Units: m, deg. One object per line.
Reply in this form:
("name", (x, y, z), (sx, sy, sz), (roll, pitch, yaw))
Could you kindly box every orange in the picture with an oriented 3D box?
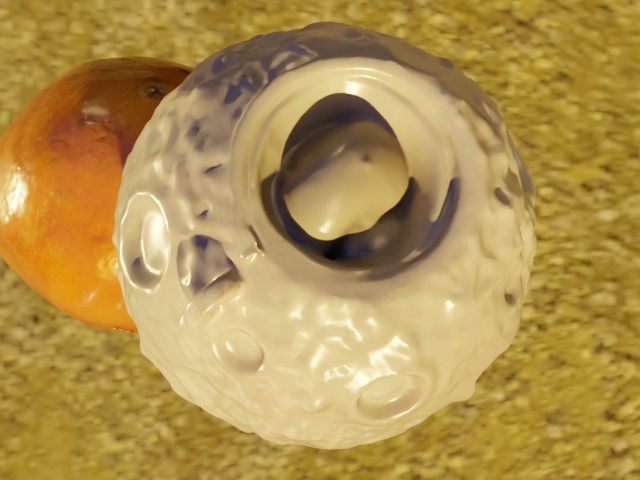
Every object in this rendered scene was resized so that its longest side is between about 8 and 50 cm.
("orange", (-0.167, -0.046, 1.732), (0.284, 0.284, 0.226), (32, 128, 27))

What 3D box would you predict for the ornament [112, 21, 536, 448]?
("ornament", (0.000, 0.000, 1.481), (0.337, 0.337, 0.337), (1, 93, 32))
